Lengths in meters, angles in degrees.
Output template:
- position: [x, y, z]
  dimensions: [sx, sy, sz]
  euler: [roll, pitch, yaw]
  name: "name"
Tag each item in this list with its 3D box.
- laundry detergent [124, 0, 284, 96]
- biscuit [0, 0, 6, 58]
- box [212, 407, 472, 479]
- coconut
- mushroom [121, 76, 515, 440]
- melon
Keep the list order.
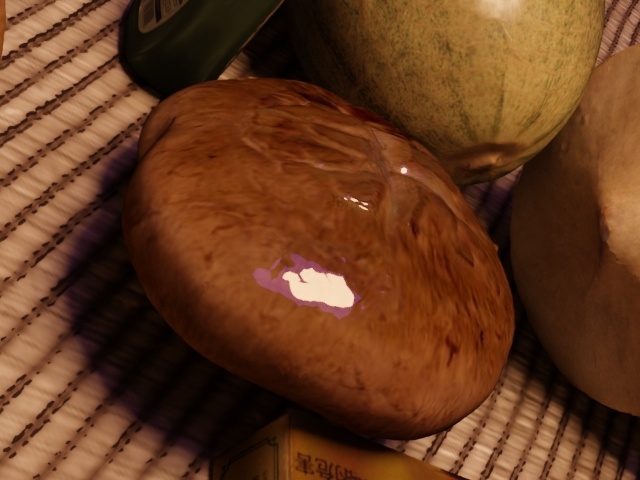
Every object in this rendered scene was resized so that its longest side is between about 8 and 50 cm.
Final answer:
- position: [-0.037, -0.196, 0.823]
  dimensions: [0.078, 0.221, 0.144]
  euler: [33, 38, -19]
  name: "laundry detergent"
- position: [-0.267, -0.057, 0.493]
  dimensions: [0.314, 0.063, 0.367]
  euler: [48, 52, -22]
  name: "biscuit"
- position: [0.026, 0.218, 0.640]
  dimensions: [0.159, 0.071, 0.240]
  euler: [28, 39, -29]
  name: "box"
- position: [0.288, -0.004, 0.925]
  dimensions: [0.329, 0.329, 0.329]
  euler: [28, 40, -27]
  name: "coconut"
- position: [0.000, 0.000, 0.746]
  dimensions: [0.278, 0.146, 0.278]
  euler: [31, 28, -19]
  name: "mushroom"
- position: [0.085, -0.197, 0.935]
  dimensions: [0.248, 0.248, 0.329]
  euler: [16, 56, -37]
  name: "melon"
